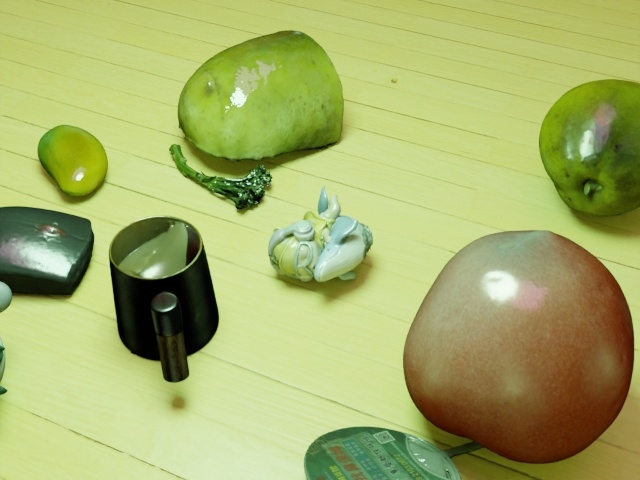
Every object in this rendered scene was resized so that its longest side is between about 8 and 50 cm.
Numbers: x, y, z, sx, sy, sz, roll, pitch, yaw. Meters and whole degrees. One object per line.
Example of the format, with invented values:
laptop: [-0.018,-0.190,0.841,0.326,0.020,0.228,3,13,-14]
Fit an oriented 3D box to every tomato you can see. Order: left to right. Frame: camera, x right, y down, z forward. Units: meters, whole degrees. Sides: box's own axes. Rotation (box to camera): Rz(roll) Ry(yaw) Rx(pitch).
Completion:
tomato: [0.271,0.133,0.998,0.321,0.321,0.321,1,43,-1]

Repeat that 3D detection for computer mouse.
computer mouse: [-0.533,0.007,1.251,0.269,0.100,0.170,2,45,-1]

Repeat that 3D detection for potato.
potato: [-0.152,-0.313,1.500,0.330,0.213,0.280,27,37,25]

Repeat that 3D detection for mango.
mango: [-0.491,-0.160,1.448,0.122,0.085,0.191,-20,56,-36]

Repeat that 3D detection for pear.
pear: [0.558,-0.182,1.394,0.269,0.269,0.321,25,48,22]

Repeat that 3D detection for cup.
cup: [-0.224,0.090,1.120,0.166,0.177,0.239,-28,51,-29]

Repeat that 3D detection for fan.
fan: [0.102,0.302,0.996,0.223,0.012,0.294,14,24,31]

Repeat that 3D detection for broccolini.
broccolini: [-0.204,-0.151,1.474,0.271,0.062,0.123,32,40,32]

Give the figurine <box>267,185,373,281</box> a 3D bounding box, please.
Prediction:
figurine: [0.000,0.000,1.271,0.184,0.128,0.208,-2,35,-1]

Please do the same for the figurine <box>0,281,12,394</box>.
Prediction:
figurine: [-0.582,0.123,1.053,0.261,0.186,0.382,-38,55,-4]
